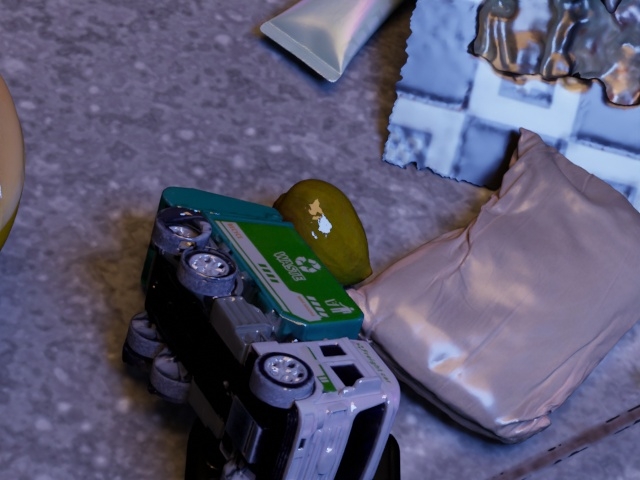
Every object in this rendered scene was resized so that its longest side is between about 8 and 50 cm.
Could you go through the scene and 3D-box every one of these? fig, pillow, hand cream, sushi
[{"bbox_3d":[0.000,0.000,1.206,0.088,0.074,0.074,44,55,-7],"label":"fig"},{"bbox_3d":[0.149,0.028,1.229,0.173,0.067,0.270,42,56,8],"label":"pillow"},{"bbox_3d":[0.042,-0.208,1.374,0.078,0.050,0.205,38,59,12],"label":"hand cream"},{"bbox_3d":[0.252,-0.164,1.359,0.373,0.100,0.296,12,93,-5],"label":"sushi"}]

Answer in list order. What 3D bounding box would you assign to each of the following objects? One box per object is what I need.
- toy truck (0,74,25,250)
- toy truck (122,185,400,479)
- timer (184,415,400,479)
[{"bbox_3d":[-0.332,-0.029,1.049,0.288,0.211,0.204,-7,59,-15],"label":"toy truck"},{"bbox_3d":[-0.047,0.062,1.095,0.124,0.114,0.253,-6,37,-33],"label":"toy truck"},{"bbox_3d":[-0.017,0.193,1.075,0.144,0.055,0.187,9,49,-10],"label":"timer"}]
